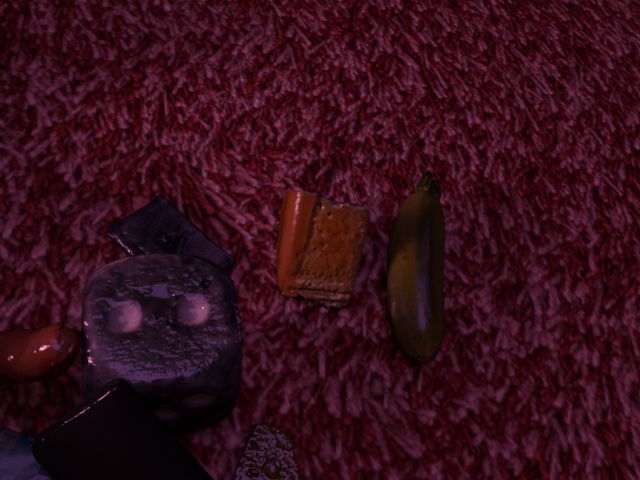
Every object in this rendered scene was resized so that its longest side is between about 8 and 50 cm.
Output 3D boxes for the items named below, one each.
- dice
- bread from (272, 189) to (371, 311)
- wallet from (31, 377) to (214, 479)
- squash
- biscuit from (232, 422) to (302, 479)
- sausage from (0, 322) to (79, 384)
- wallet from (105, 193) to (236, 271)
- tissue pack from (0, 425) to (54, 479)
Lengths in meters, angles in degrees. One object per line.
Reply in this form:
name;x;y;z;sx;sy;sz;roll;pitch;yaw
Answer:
dice;-0.198;0.132;0.931;0.183;0.182;0.181;-3;56;-16
bread;0.000;0.000;1.147;0.140;0.169;0.160;12;14;-6
wallet;-0.192;0.277;0.825;0.250;0.149;0.044;53;15;-11
squash;0.145;0.024;1.144;0.094;0.094;0.341;11;57;-6
biscuit;-0.060;0.347;0.914;0.131;0.026;0.237;21;54;-1
sausage;-0.406;0.138;0.879;0.304;0.078;0.078;-6;54;17
wallet;-0.217;0.012;1.102;0.166;0.030;0.111;42;53;13
tissue pack;-0.381;0.275;0.853;0.169;0.082;0.120;19;55;0
